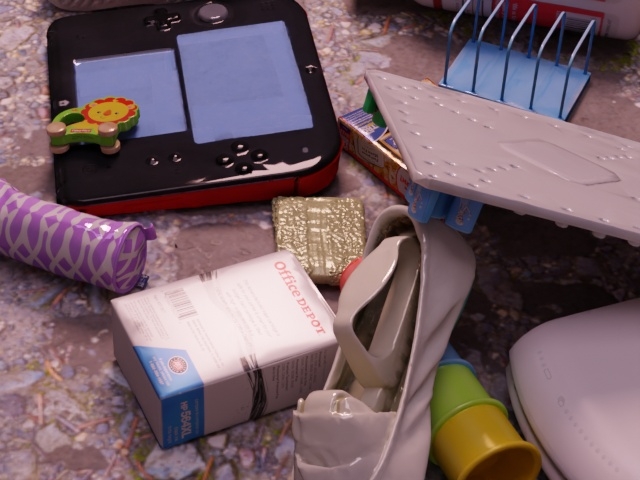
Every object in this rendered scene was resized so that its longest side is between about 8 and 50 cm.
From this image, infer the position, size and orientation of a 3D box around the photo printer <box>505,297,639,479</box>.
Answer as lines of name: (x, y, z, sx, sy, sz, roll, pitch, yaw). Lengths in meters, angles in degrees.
photo printer: (0.351, 0.165, 1.481, 0.307, 0.107, 0.256, -12, 44, -16)

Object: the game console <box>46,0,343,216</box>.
game console: (-0.164, -0.180, 1.871, 0.342, 0.060, 0.386, -5, 42, -8)

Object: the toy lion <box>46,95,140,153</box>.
toy lion: (-0.268, -0.142, 1.790, 0.100, 0.034, 0.096, 0, 37, 6)

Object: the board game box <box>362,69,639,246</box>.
board game box: (0.248, -0.063, 1.603, 0.390, 0.050, 0.390, 14, 19, -11)

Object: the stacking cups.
stacking cups: (0.103, 0.129, 1.518, 0.096, 0.096, 0.316, -16, 45, -19)

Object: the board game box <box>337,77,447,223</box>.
board game box: (0.136, -0.111, 1.819, 0.147, 0.045, 0.193, -26, 49, -28)

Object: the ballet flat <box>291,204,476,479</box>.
ballet flat: (0.041, 0.138, 1.407, 0.139, 0.139, 0.400, 13, 61, 11)

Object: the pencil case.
pencil case: (-0.286, -0.009, 1.654, 0.206, 0.086, 0.088, 17, 59, 14)

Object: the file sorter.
file sorter: (0.254, -0.240, 1.924, 0.170, 0.104, 0.118, 18, 44, 17)

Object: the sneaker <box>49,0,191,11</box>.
sneaker: (-0.214, -0.388, 2.046, 0.321, 0.126, 0.127, 2, 48, 1)

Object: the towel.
towel: (0.000, 0.000, 1.705, 0.110, 0.027, 0.148, 0, 41, -4)

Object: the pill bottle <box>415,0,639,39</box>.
pill bottle: (0.248, -0.413, 2.020, 0.408, 0.229, 0.229, 11, 43, 9)

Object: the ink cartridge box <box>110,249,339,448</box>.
ink cartridge box: (-0.094, 0.108, 1.537, 0.203, 0.086, 0.148, -15, 46, -20)
